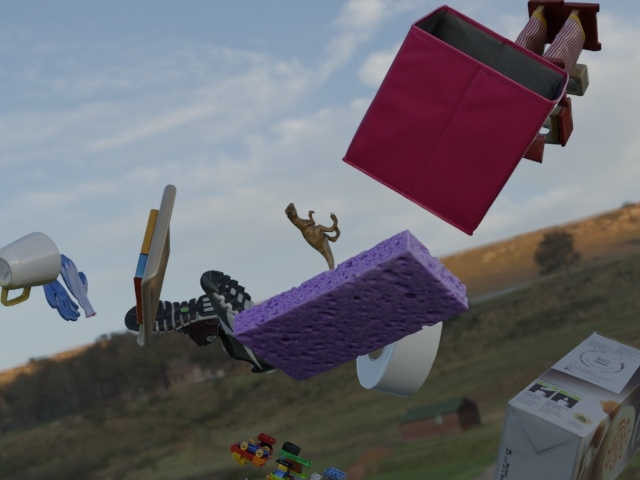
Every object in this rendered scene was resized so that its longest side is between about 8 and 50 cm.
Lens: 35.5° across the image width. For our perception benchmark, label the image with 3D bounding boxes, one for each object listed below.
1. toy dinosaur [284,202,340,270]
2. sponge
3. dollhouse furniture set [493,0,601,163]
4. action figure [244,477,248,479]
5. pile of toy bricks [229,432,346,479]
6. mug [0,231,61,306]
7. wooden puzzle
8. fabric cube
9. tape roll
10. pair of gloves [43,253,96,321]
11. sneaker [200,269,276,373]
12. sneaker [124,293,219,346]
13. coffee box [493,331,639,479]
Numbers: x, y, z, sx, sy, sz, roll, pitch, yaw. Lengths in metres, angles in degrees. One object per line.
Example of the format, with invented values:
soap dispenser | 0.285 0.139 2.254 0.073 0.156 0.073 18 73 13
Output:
toy dinosaur | 0.000 0.000 2.271 0.112 0.211 0.064 -34 -10 -18
sponge | 0.029 0.071 0.989 0.210 0.031 0.117 -26 -44 25
dollhouse furniture set | 0.493 -0.305 2.115 0.152 0.201 0.374 15 -33 30
action figure | -0.276 0.525 1.977 0.280 0.091 0.139 -6 -14 -9
pile of toy bricks | -0.060 0.429 1.762 0.212 0.105 0.118 21 8 21
mug | -0.334 0.035 1.125 0.062 0.078 0.064 -4 11 29
wooden puzzle | -0.309 0.047 1.838 0.044 0.221 0.239 11 -38 -6
fabric cube | 0.231 -0.208 1.676 0.258 0.259 0.254 -63 -7 26
tape roll | 0.178 0.214 2.301 0.100 0.286 0.286 14 -19 -15
pair of gloves | -0.540 0.099 2.138 0.023 0.159 0.198 -30 -5 12
sneaker | -0.148 0.154 1.759 0.106 0.234 0.078 -32 24 21
sneaker | -0.379 0.240 2.711 0.281 0.106 0.162 -7 -42 1
coffee box | 0.314 0.225 1.210 0.098 0.141 0.246 21 28 32
